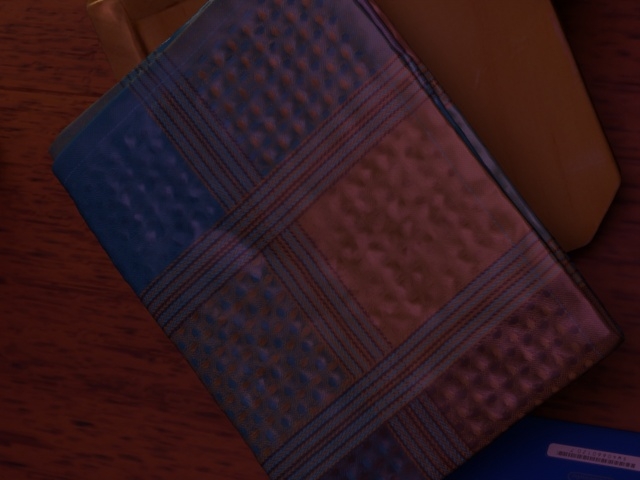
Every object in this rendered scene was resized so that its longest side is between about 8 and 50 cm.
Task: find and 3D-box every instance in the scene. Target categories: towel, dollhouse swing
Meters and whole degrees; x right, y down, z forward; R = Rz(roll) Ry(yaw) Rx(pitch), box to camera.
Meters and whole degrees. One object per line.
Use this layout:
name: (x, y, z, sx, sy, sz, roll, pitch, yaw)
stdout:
towel: (0.000, 0.000, 1.220, 0.271, 0.040, 0.370, -40, 80, 16)
dollhouse swing: (0.048, -0.158, 1.377, 0.347, 0.305, 0.315, -21, 29, 14)

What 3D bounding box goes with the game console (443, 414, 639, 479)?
game console: (0.182, 0.277, 1.238, 0.293, 0.173, 0.250, 7, 48, 21)
